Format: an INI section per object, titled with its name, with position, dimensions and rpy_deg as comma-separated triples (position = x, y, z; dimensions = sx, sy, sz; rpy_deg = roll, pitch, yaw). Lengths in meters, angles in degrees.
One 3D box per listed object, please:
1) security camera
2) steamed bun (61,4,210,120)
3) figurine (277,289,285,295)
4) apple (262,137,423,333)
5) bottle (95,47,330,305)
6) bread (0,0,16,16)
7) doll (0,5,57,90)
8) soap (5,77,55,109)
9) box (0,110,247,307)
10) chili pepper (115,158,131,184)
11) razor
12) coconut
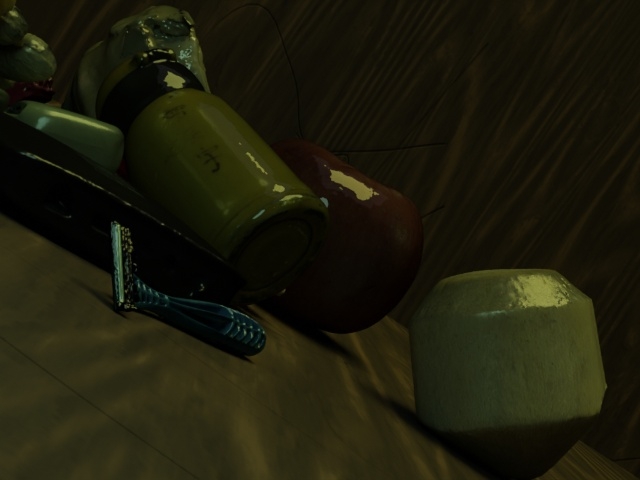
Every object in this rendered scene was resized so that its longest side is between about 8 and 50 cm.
[security camera]
position = -0.380, -0.141, 1.708
dimensions = 0.301, 0.080, 0.157
rpy_deg = 20, -5, -26
[steamed bun]
position = -0.274, -0.182, 2.192
dimensions = 0.394, 0.237, 0.347
rpy_deg = 78, -12, -49
[figurine]
position = -0.101, 0.033, 1.877
dimensions = 0.083, 0.083, 0.187
rpy_deg = 32, 0, -22
[apple]
position = 0.000, 0.000, 2.062
dimensions = 0.305, 0.235, 0.306
rpy_deg = 30, 2, -1
[bottle]
position = -0.150, -0.094, 1.790
dimensions = 0.351, 0.171, 0.171
rpy_deg = 49, 10, 31
[bread]
position = -0.522, -0.366, 1.485
dimensions = 0.394, 0.250, 0.361
rpy_deg = -24, 96, -76
[doll]
position = -0.455, -0.243, 1.745
dimensions = 0.278, 0.175, 0.149
rpy_deg = 9, 31, 30
[soap]
position = -0.480, -0.234, 2.055
dimensions = 0.162, 0.099, 0.250
rpy_deg = 33, 1, 0
[box]
position = -0.239, -0.041, 1.481
dimensions = 0.290, 0.073, 0.289
rpy_deg = 32, 2, -33
[chili pepper]
position = -0.214, -0.067, 1.928
dimensions = 0.144, 0.136, 0.253
rpy_deg = 30, 12, -40
[razor]
position = -0.121, 0.060, 1.306
dimensions = 0.253, 0.042, 0.082
rpy_deg = 32, 44, -57
[coconut]
position = 0.231, 0.166, 1.799
dimensions = 0.237, 0.266, 0.237
rpy_deg = -8, -5, -1
